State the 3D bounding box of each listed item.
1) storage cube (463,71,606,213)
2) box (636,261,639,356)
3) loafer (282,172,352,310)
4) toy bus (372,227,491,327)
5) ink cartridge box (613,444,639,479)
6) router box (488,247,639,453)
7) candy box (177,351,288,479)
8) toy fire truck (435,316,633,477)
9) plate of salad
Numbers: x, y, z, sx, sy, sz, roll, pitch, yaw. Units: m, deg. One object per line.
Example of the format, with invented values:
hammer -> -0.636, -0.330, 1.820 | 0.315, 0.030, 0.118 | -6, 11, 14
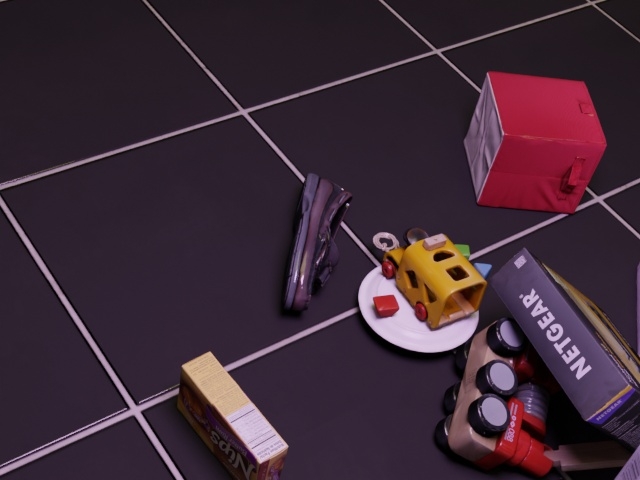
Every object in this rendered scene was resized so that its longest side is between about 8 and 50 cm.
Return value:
storage cube -> 0.394, -0.182, 1.895 | 0.193, 0.183, 0.215 | 5, 47, -8
box -> 0.706, 0.157, 1.741 | 0.322, 0.058, 0.232 | 17, 46, 1
loafer -> 0.000, 0.000, 1.690 | 0.095, 0.109, 0.302 | 14, 43, -6
toy bus -> 0.176, 0.039, 1.624 | 0.202, 0.104, 0.191 | 15, 44, 4
ink cartridge box -> 0.508, 0.358, 1.389 | 0.224, 0.223, 0.045 | 5, 47, -7
router box -> 0.406, 0.176, 1.498 | 0.243, 0.081, 0.308 | 33, 19, -38
candy box -> -0.126, 0.259, 1.412 | 0.053, 0.109, 0.186 | -25, 58, -31
toy fire truck -> 0.330, 0.255, 1.518 | 0.246, 0.158, 0.217 | 31, 51, -11
plate of salad -> 0.159, 0.110, 1.659 | 0.200, 0.048, 0.199 | 6, 45, -6
